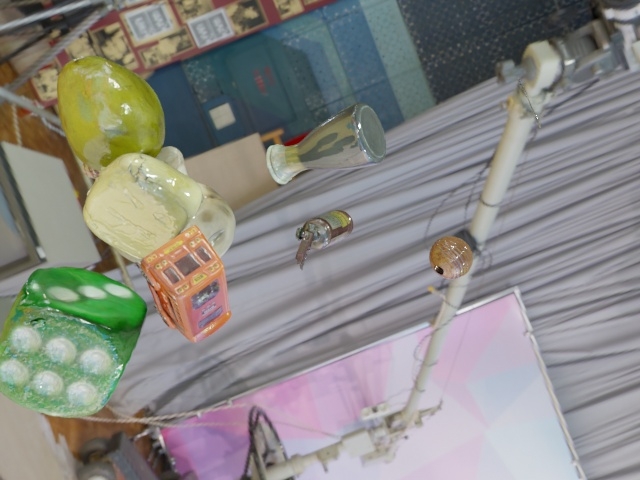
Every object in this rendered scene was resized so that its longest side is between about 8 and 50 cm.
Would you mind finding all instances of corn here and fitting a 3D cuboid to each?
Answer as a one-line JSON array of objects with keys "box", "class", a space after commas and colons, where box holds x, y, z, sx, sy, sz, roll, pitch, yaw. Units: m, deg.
[{"box": [-0.689, -0.260, 2.101, 0.086, 0.254, 0.086, 15, 71, -51], "class": "corn"}]

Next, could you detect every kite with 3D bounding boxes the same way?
[{"box": [0.450, -0.299, 1.371, 0.139, 0.011, 0.156, 40, 33, -43], "class": "kite"}]

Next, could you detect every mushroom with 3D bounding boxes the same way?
[{"box": [-0.436, -0.055, 1.813, 0.353, 0.325, 0.353, 50, -1, 1], "class": "mushroom"}]

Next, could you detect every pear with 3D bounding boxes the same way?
[{"box": [-0.532, -0.316, 1.613, 0.307, 0.253, 0.253, 52, -1, 15], "class": "pear"}]

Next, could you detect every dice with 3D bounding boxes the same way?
[{"box": [-0.629, 0.248, 1.608, 0.297, 0.287, 0.300, 23, 13, -17], "class": "dice"}]

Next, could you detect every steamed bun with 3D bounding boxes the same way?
[{"box": [-0.404, -0.094, 1.465, 0.232, 0.273, 0.166, 32, 40, -18], "class": "steamed bun"}]

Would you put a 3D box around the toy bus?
[{"box": [-0.274, 0.110, 1.352, 0.153, 0.143, 0.329, 47, -23, 17], "class": "toy bus"}]

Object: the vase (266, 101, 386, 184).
[{"box": [0.008, -0.253, 1.781, 0.173, 0.321, 0.173, 33, 49, -49], "class": "vase"}]

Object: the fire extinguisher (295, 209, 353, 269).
[{"box": [0.007, -0.004, 1.454, 0.252, 0.075, 0.106, -26, 105, -68], "class": "fire extinguisher"}]

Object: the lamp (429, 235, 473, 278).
[{"box": [0.403, 0.054, 1.972, 0.136, 0.137, 0.136, -22, 90, -87], "class": "lamp"}]
